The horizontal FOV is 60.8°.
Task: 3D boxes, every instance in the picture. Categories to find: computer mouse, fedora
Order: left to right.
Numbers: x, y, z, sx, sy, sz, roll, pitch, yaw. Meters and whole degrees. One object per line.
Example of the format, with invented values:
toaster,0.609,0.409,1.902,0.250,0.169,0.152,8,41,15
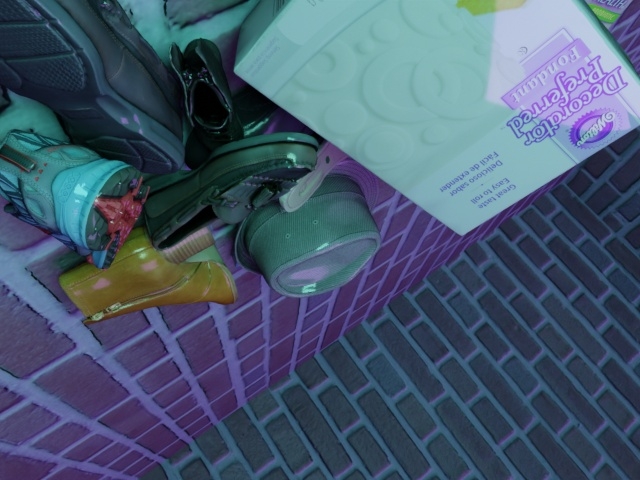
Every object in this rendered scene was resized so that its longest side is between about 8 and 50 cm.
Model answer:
computer mouse,-0.043,-0.156,0.679,0.272,0.072,0.188,-37,163,-3
fedora,0.000,0.000,0.889,0.275,0.124,0.244,-24,144,-8

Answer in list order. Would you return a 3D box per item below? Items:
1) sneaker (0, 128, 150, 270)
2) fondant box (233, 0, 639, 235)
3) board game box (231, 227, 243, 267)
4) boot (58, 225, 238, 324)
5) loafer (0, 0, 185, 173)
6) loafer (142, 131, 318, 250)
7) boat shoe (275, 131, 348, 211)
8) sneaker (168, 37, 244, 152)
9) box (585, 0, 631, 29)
sneaker,-0.246,-0.048,0.541,0.104,0.125,0.262,-65,-168,-17
fondant box,0.121,-0.167,0.523,0.330,0.096,0.238,30,131,-30
board game box,-0.079,-0.001,0.984,0.154,0.026,0.103,-13,155,-21
boot,-0.245,0.065,0.813,0.211,0.104,0.295,-28,157,-10
loafer,-0.189,-0.151,0.424,0.109,0.095,0.302,5,164,11
loafer,-0.105,-0.047,0.610,0.267,0.084,0.096,-12,168,40
boat shoe,-0.002,-0.145,0.791,0.233,0.079,0.084,-47,154,-21
sneaker,-0.110,-0.130,0.545,0.051,0.089,0.170,-10,135,-2
box,0.206,-0.255,0.638,0.213,0.117,0.243,-4,145,-32
